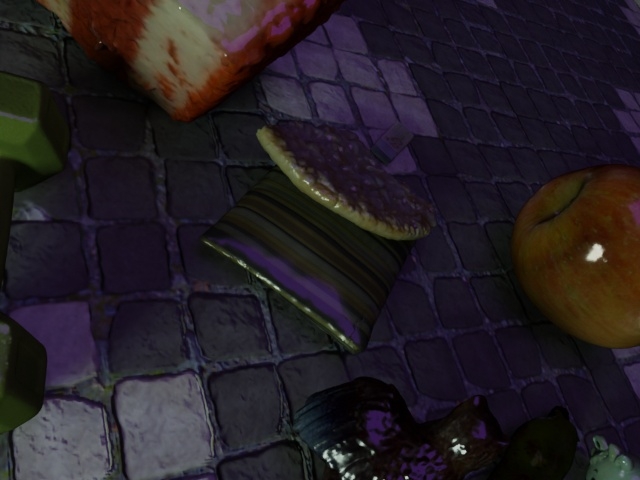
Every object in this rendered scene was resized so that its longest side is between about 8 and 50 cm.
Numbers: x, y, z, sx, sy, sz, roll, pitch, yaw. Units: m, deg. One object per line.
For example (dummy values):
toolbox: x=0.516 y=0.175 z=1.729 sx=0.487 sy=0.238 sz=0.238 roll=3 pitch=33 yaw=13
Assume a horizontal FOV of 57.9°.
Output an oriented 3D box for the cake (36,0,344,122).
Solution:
cake: x=-0.146 y=-0.316 z=0.606 sx=0.319 sy=0.270 sz=0.269 roll=48 pitch=67 yaw=-12

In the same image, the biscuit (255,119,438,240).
biscuit: x=0.038 y=-0.077 z=0.707 sx=0.265 sy=0.040 sz=0.188 roll=26 pitch=32 yaw=-23

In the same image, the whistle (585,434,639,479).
whistle: x=0.374 y=0.346 z=0.665 sx=0.092 sy=0.110 sz=0.244 roll=-16 pitch=67 yaw=-6

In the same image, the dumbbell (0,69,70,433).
dumbbell: x=-0.271 y=0.001 z=0.456 sx=0.108 sy=0.121 sz=0.302 roll=-7 pitch=61 yaw=-5

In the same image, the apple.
apple: x=0.404 y=0.023 z=0.808 sx=0.241 sy=0.242 sz=0.242 roll=41 pitch=46 yaw=-12

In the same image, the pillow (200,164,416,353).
pillow: x=0.000 y=0.000 z=0.676 sx=0.208 sy=0.052 sz=0.212 roll=36 pitch=45 yaw=-1

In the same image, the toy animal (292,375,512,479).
toy animal: x=0.078 y=0.212 z=0.503 sx=0.218 sy=0.179 sz=0.116 roll=54 pitch=22 yaw=8

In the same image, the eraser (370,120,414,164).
eraser: x=0.109 y=-0.148 z=0.873 sx=0.038 sy=0.019 sz=0.083 roll=44 pitch=46 yaw=-2

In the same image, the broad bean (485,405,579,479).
broad bean: x=0.220 y=0.273 z=0.633 sx=0.339 sy=0.061 sz=0.077 roll=-35 pitch=95 yaw=-43
